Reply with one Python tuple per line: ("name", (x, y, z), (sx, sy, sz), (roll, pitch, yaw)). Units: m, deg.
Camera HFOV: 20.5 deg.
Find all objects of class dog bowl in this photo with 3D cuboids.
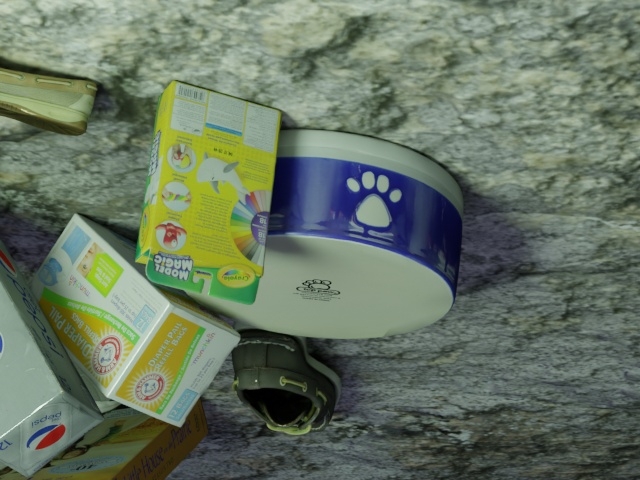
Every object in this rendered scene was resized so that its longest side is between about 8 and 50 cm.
("dog bowl", (0.000, 0.000, 1.657), (0.265, 0.104, 0.265), (4, 157, 2))

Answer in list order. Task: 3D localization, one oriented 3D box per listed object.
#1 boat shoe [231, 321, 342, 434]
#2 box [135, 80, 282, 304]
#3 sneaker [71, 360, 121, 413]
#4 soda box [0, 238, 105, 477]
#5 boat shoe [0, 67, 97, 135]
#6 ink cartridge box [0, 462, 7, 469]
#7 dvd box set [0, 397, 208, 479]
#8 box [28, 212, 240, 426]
("boat shoe", (-0.044, 0.178, 2.102), (0.109, 0.091, 0.305), (0, 157, 12))
("box", (-0.094, -0.036, 1.497), (0.105, 0.179, 0.043), (15, 155, -20))
("sneaker", (-0.294, 0.129, 2.040), (0.108, 0.100, 0.271), (-52, 146, 16))
("soda box", (-0.321, 0.080, 1.691), (0.098, 0.286, 0.091), (-37, 149, 3))
("boat shoe", (-0.266, -0.133, 1.494), (0.153, 0.048, 0.056), (17, 168, -10))
("ink cartridge box", (-0.534, 0.199, 2.041), (0.270, 0.197, 0.198), (-4, -169, 21))
("dvd box set", (-0.340, 0.287, 2.139), (0.308, 0.062, 0.420), (-9, -171, 15))
("box", (-0.190, 0.077, 1.745), (0.103, 0.114, 0.203), (29, -175, -44))
